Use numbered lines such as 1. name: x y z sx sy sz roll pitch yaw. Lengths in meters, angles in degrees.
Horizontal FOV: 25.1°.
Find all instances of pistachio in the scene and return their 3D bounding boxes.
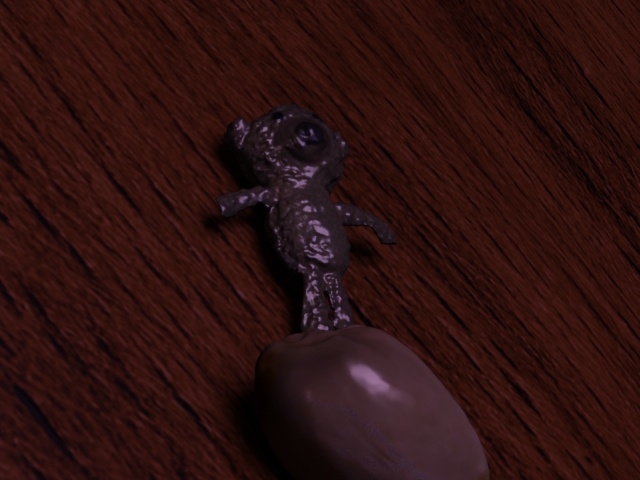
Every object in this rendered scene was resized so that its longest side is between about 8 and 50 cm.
1. pistachio: 0.038 0.154 1.176 0.215 0.144 0.144 41 35 -11

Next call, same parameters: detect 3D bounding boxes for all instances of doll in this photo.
1. doll: -0.016 -0.003 1.327 0.203 0.091 0.286 24 49 -9
